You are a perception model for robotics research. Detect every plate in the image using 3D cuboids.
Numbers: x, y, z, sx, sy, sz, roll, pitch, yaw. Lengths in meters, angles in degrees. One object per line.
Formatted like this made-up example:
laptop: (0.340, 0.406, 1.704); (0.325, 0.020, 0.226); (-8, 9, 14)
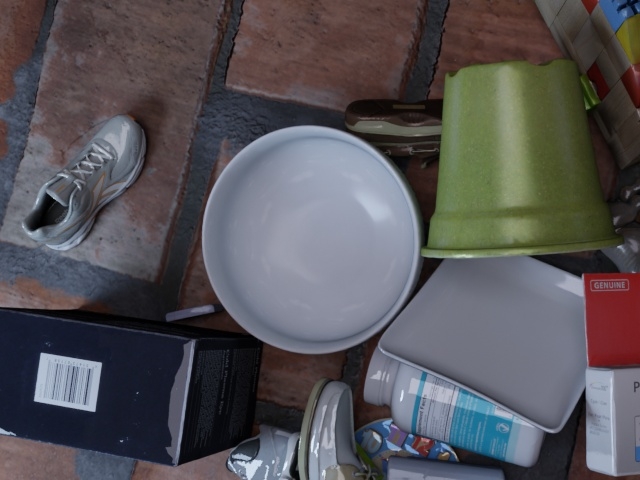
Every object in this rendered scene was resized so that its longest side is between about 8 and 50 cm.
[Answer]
plate: (0.263, 0.130, 1.518); (0.278, 0.045, 0.277); (24, 50, 23)

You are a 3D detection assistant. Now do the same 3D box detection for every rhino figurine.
rhino figurine: (0.478, 0.036, 1.540); (0.106, 0.073, 0.243); (-30, 81, 7)

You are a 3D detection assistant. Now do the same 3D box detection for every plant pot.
plant pot: (0.267, -0.113, 1.471); (0.276, 0.276, 0.254); (-3, 93, 14)

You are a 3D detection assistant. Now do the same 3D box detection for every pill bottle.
pill bottle: (0.201, 0.225, 1.559); (0.264, 0.146, 0.146); (14, 90, 15)

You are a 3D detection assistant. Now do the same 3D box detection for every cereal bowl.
cereal bowl: (0.000, 0.000, 1.624); (0.339, 0.141, 0.339); (0, 88, 17)

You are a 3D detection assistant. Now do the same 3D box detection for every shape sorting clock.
shape sorting clock: (0.117, 0.371, 1.623); (0.206, 0.040, 0.206); (-1, 85, 15)

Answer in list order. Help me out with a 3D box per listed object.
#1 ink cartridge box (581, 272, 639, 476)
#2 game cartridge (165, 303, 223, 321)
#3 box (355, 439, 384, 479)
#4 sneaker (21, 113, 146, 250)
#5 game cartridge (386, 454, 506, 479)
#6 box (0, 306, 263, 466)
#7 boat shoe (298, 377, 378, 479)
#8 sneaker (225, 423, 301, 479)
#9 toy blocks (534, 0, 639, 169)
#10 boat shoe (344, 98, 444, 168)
ink cartridge box: (0.493, 0.171, 1.444); (0.296, 0.066, 0.261); (-1, 87, -22)
game cartridge: (-0.202, 0.115, 1.716); (0.083, 0.056, 0.017); (-12, 89, 13)
box: (-0.002, 0.374, 1.633); (0.178, 0.042, 0.109); (-46, 67, 17)
sneaker: (-0.384, -0.095, 1.745); (0.099, 0.121, 0.262); (36, 95, 13)
game cartridge: (0.184, 0.472, 1.571); (0.198, 0.062, 0.297); (5, 93, 12)
box: (-0.298, 0.207, 1.603); (0.343, 0.312, 0.179); (7, 88, 15)
boat shoe: (0.032, 0.348, 1.538); (0.103, 0.113, 0.302); (6, 99, 26)
sneaker: (-0.095, 0.385, 1.618); (0.132, 0.086, 0.229); (15, 83, 33)
toy blocks: (0.424, -0.275, 1.455); (0.190, 0.261, 0.381); (-23, 79, -6)
boat shoe: (0.166, -0.160, 1.639); (0.257, 0.095, 0.095); (5, 122, 8)
